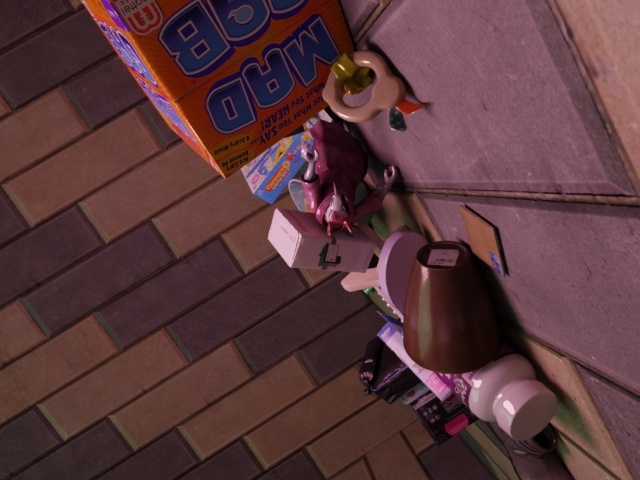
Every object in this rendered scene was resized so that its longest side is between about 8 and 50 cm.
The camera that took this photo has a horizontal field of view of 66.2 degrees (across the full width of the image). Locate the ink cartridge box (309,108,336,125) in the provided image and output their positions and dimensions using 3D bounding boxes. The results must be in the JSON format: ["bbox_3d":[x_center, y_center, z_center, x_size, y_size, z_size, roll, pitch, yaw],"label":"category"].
[{"bbox_3d":[0.010,-0.369,1.421,0.232,0.066,0.189,48,173,20],"label":"ink cartridge box"}]

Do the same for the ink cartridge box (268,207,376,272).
[{"bbox_3d":[0.000,0.000,1.218,0.160,0.220,0.092,46,124,53],"label":"ink cartridge box"}]

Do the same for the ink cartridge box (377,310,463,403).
[{"bbox_3d":[0.286,0.334,1.405,0.186,0.065,0.311,29,-167,-51],"label":"ink cartridge box"}]

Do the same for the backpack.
[{"bbox_3d":[0.287,0.401,1.677,0.213,0.277,0.263,44,-159,-23],"label":"backpack"}]

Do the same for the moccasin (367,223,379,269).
[{"bbox_3d":[0.144,-0.021,1.950,0.147,0.139,0.380,41,174,47],"label":"moccasin"}]

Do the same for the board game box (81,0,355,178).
[{"bbox_3d":[-0.198,-0.413,0.974,0.356,0.357,0.356,41,164,47],"label":"board game box"}]

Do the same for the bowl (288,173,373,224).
[{"bbox_3d":[0.057,-0.125,1.616,0.311,0.163,0.311,45,165,15],"label":"bowl"}]

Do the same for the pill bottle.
[{"bbox_3d":[0.371,0.297,1.110,0.169,0.169,0.301,60,171,-32],"label":"pill bottle"}]

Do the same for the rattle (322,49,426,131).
[{"bbox_3d":[0.113,-0.250,0.887,0.200,0.130,0.143,27,174,24],"label":"rattle"}]

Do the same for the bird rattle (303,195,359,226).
[{"bbox_3d":[0.021,-0.048,1.454,0.206,0.143,0.253,59,178,6],"label":"bird rattle"}]

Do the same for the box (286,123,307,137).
[{"bbox_3d":[-0.132,-0.484,1.405,0.257,0.080,0.321,-102,-6,-60],"label":"box"}]

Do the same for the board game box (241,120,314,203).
[{"bbox_3d":[-0.151,-0.330,1.699,0.086,0.302,0.308,27,-160,-37],"label":"board game box"}]

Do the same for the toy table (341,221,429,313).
[{"bbox_3d":[0.192,0.064,1.313,0.161,0.252,0.274,29,144,47],"label":"toy table"}]

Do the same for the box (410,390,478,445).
[{"bbox_3d":[0.439,0.542,1.679,0.163,0.247,0.142,59,175,-8],"label":"box"}]

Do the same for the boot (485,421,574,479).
[{"bbox_3d":[0.559,0.545,1.266,0.338,0.118,0.222,49,165,23],"label":"boot"}]

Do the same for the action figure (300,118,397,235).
[{"bbox_3d":[0.021,-0.129,1.204,0.248,0.275,0.370,23,-138,-16],"label":"action figure"}]

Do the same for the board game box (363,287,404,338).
[{"bbox_3d":[0.318,0.276,1.483,0.390,0.050,0.390,34,-171,-27],"label":"board game box"}]

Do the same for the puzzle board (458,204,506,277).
[{"bbox_3d":[0.299,0.000,0.900,0.128,0.011,0.096,60,175,-38],"label":"puzzle board"}]

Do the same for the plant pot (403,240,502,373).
[{"bbox_3d":[0.270,0.125,1.045,0.215,0.216,0.230,-128,20,-57],"label":"plant pot"}]
